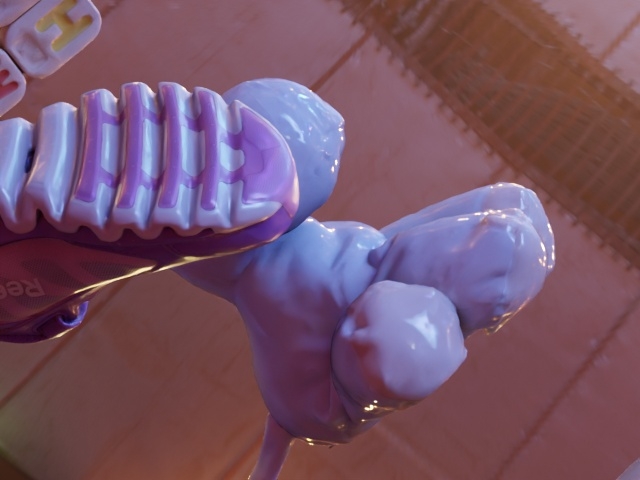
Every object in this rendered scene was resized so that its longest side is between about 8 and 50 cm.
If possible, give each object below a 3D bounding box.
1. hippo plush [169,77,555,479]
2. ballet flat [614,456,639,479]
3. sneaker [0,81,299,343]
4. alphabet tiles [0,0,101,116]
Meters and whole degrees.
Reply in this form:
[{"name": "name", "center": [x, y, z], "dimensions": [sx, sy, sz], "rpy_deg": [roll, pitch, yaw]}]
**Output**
[{"name": "hippo plush", "center": [0.000, 0.000, 1.062], "dimensions": [0.236, 0.234, 0.294], "rpy_deg": [49, -38, 2]}, {"name": "ballet flat", "center": [0.153, 0.199, 0.849], "dimensions": [0.086, 0.086, 0.248], "rpy_deg": [44, -80, -5]}, {"name": "sneaker", "center": [-0.122, -0.002, 0.725], "dimensions": [0.236, 0.095, 0.104], "rpy_deg": [-6, -49, 10]}, {"name": "alphabet tiles", "center": [-0.259, -0.190, 1.019], "dimensions": [0.278, 0.021, 0.284], "rpy_deg": [-40, -41, -7]}]
